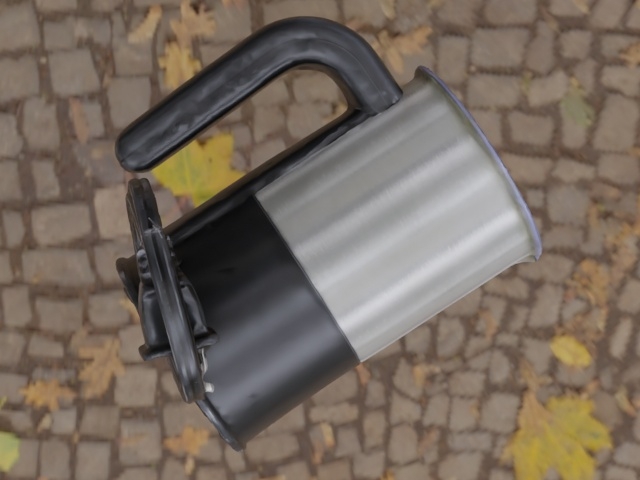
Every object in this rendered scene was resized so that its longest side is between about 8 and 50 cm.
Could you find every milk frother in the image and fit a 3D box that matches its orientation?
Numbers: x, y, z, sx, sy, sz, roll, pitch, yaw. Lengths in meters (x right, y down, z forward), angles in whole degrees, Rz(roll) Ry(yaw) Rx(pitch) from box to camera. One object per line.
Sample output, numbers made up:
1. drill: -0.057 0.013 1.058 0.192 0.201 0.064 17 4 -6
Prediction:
1. milk frother: 0.000 0.000 0.483 0.134 0.143 0.129 -34 115 -2
